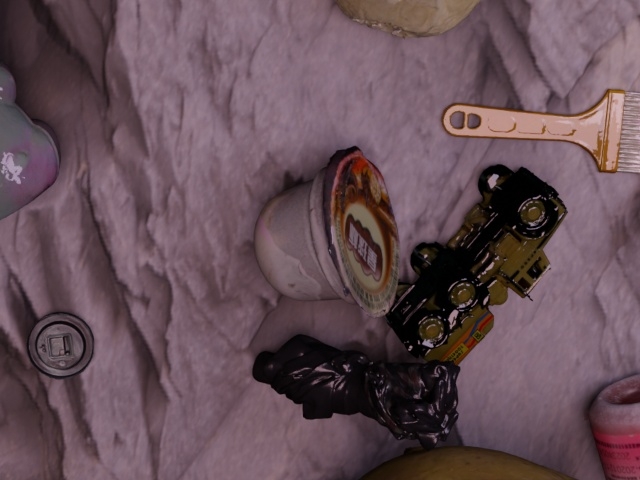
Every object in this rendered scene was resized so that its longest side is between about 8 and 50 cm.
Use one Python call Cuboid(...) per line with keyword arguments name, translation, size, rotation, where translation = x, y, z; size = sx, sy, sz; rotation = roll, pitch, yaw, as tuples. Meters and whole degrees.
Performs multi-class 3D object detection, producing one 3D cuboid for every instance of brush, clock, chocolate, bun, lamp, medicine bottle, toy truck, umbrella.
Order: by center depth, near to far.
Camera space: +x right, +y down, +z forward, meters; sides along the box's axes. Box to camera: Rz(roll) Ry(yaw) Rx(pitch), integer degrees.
Cuboid(name="lamp", translation=(-0.438, -0.153, 1.671), size=(0.247, 0.247, 0.301), rotation=(-26, 109, 5))
Cuboid(name="bun", translation=(0.108, -0.338, 1.706), size=(0.220, 0.134, 0.220), rotation=(0, 100, -2))
Cuboid(name="chocolate", translation=(-0.003, -0.008, 1.763), size=(0.147, 0.221, 0.221), rotation=(-4, 102, 24))
Cuboid(name="umbrella", translation=(0.038, 0.177, 1.780), size=(0.272, 0.122, 0.110), rotation=(7, 94, 33))
Cuboid(name="toy truck", translation=(0.196, 0.035, 1.795), size=(0.127, 0.127, 0.257), rotation=(34, 97, -23))
Cuboid(name="brush", translation=(0.282, -0.138, 1.816), size=(0.272, 0.013, 0.103), rotation=(4, 101, -3))
Cuboid(name="clock", translation=(-0.320, 0.129, 1.839), size=(0.085, 0.017, 0.085), rotation=(0, 101, -2))
Cuboid(name="medicine bottle", translation=(0.425, 0.295, 1.841), size=(0.147, 0.147, 0.247), rotation=(-18, 101, 1))

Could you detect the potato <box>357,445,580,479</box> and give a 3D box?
Cuboid(name="potato", translation=(0.124, 0.449, 1.745), size=(0.319, 0.385, 0.442), rotation=(16, 91, 9))
